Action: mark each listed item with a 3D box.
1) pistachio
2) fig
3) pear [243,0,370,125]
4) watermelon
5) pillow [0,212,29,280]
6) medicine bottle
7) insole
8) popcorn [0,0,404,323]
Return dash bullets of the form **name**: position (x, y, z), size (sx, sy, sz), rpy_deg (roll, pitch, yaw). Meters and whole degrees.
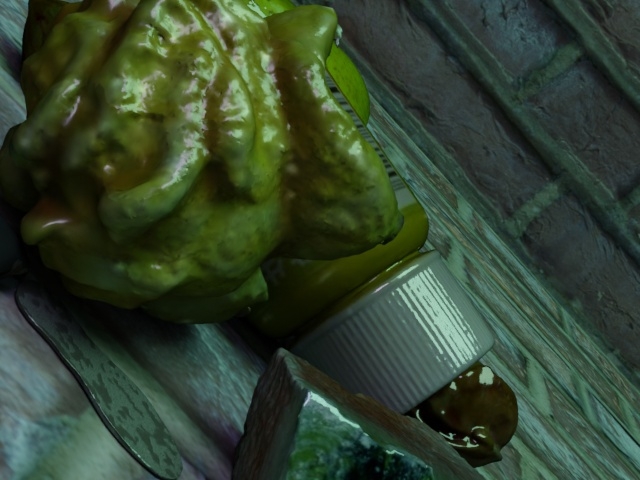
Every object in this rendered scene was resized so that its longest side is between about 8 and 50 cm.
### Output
- **pistachio**: position (0.146, 0.183, 1.236), size (0.210, 0.130, 0.165), rpy_deg (41, 18, 4)
- **fig**: position (-0.269, -0.205, 1.078), size (0.155, 0.103, 0.109), rpy_deg (57, -6, -2)
- **pear**: position (-0.102, -0.230, 1.346), size (0.318, 0.238, 0.342), rpy_deg (52, 14, -22)
- **watermelon**: position (0.041, 0.206, 0.833), size (0.264, 0.151, 0.302), rpy_deg (31, 20, -27)
- **pillow**: position (-0.261, -0.002, 0.725), size (0.090, 0.048, 0.150), rpy_deg (45, 13, 5)
- **medicine bottle**: position (0.000, 0.000, 1.084), size (0.384, 0.224, 0.224), rpy_deg (55, 17, 6)
- **insole**: position (-0.170, 0.107, 0.791), size (0.193, 0.006, 0.065), rpy_deg (49, 16, 4)
- **popcorn**: position (-0.092, -0.079, 0.842), size (0.325, 0.321, 0.290), rpy_deg (29, 3, 17)
